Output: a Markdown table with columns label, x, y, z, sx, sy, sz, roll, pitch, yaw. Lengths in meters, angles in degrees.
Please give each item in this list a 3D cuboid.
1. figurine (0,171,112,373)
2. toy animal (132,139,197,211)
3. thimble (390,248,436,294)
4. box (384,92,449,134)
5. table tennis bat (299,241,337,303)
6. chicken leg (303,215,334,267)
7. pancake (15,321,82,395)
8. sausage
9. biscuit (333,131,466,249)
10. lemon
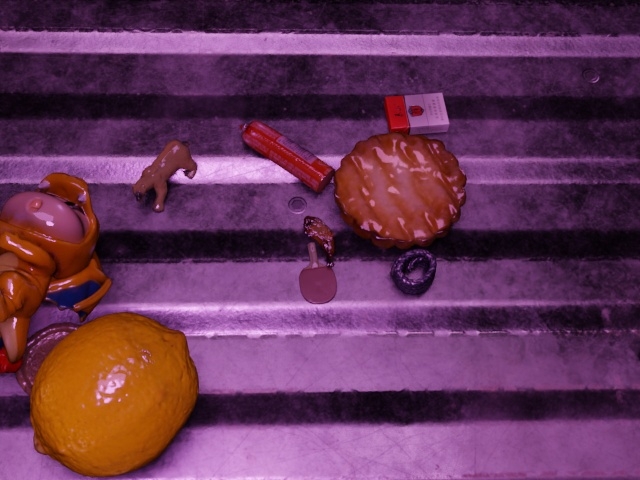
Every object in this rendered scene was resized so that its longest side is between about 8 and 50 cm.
| label | x | y | z | sx | sy | sz | roll | pitch | yaw |
| --- | --- | --- | --- | --- | --- | --- | --- | --- | --- |
| figurine | -0.613 | 0.074 | 1.821 | 0.268 | 0.401 | 0.387 | 43 | 35 | -15 |
| toy animal | -0.383 | -0.165 | 2.103 | 0.103 | 0.101 | 0.219 | 35 | 67 | 12 |
| thimble | 0.221 | 0.073 | 2.034 | 0.104 | 0.066 | 0.095 | -14 | 62 | -10 |
| box | 0.247 | -0.325 | 2.248 | 0.152 | 0.048 | 0.100 | -4 | 62 | -7 |
| table tennis bat | -0.010 | 0.077 | 2.051 | 0.087 | 0.013 | 0.157 | -9 | 66 | -5 |
| chicken leg | 0.004 | -0.002 | 2.073 | 0.062 | 0.037 | 0.145 | -24 | 68 | -32 |
| pancake | -0.570 | 0.270 | 1.918 | 0.199 | 0.021 | 0.199 | 1 | 65 | -3 |
| sausage | -0.092 | -0.218 | 2.162 | 0.274 | 0.074 | 0.074 | 34 | 66 | 13 |
| biscuit | 0.192 | -0.115 | 2.107 | 0.325 | 0.107 | 0.326 | 1 | 60 | -2 |
| lemon | -0.408 | 0.308 | 1.748 | 0.335 | 0.336 | 0.336 | 1 | 63 | -2 |
